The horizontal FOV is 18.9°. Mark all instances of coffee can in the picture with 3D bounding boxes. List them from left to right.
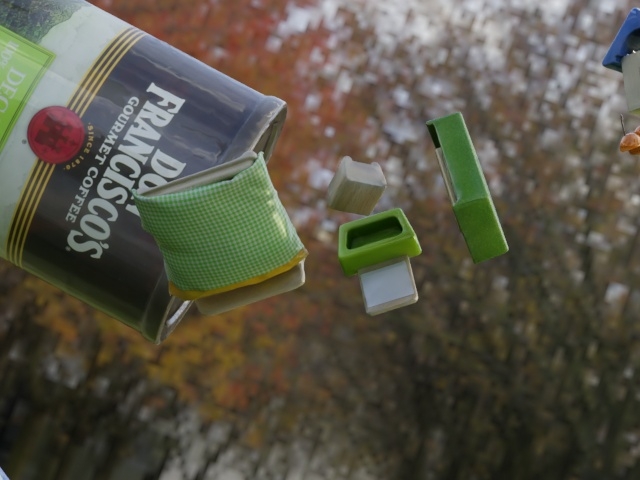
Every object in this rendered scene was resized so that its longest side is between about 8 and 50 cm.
[{"bbox_3d":[-0.191,-0.075,1.412,0.275,0.201,0.201,28,-10,2],"label":"coffee can"}]

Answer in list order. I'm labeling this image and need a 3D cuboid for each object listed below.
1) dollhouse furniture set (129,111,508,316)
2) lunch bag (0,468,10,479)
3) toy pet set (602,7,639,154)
[{"bbox_3d":[0.000,0.000,0.825,0.152,0.058,0.076,-18,-45,6],"label":"dollhouse furniture set"},{"bbox_3d":[-0.280,0.120,1.036,0.090,0.219,0.176,-31,-1,41],"label":"lunch bag"},{"bbox_3d":[0.235,-0.106,1.250,0.114,0.065,0.122,11,-23,-43],"label":"toy pet set"}]
